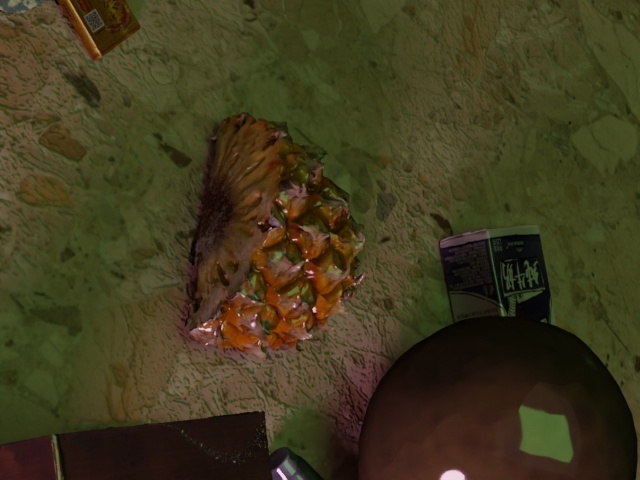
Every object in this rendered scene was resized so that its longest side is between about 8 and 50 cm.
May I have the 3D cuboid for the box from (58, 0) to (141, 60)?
[{"bbox_3d":[-0.296,-0.315,1.801,0.089,0.022,0.156,-47,116,-39],"label":"box"}]

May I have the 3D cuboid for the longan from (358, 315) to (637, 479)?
[{"bbox_3d":[0.247,0.289,1.946,0.405,0.336,0.404,-11,113,-28],"label":"longan"}]

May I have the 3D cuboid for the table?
[{"bbox_3d":[-0.229,0.302,1.535,0.282,0.251,0.196,0,77,-45],"label":"table"}]

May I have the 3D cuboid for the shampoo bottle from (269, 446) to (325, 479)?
[{"bbox_3d":[0.012,0.363,1.878,0.233,0.049,0.087,50,12,-22],"label":"shampoo bottle"}]

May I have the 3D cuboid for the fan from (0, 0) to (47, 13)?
[{"bbox_3d":[-0.376,-0.347,1.748,0.240,0.009,0.131,-35,103,-44],"label":"fan"}]

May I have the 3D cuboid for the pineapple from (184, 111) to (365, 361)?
[{"bbox_3d":[0.002,0.001,1.873,0.286,0.209,0.344,26,60,-37],"label":"pineapple"}]

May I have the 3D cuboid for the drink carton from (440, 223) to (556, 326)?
[{"bbox_3d":[0.279,0.093,2.194,0.134,0.102,0.222,-5,83,-47],"label":"drink carton"}]
